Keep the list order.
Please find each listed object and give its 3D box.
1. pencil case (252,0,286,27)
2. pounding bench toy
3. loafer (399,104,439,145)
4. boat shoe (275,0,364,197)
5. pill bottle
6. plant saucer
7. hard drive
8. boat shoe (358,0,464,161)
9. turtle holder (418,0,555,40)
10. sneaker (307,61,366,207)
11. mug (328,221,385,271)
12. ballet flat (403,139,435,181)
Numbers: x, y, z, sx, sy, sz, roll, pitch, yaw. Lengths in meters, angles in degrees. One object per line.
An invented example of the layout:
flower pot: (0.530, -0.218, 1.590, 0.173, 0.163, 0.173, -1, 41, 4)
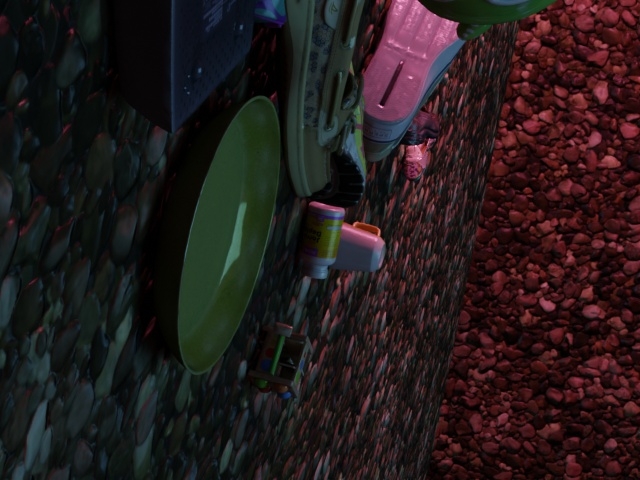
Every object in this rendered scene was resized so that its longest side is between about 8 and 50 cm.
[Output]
pencil case: (-0.040, -0.243, 1.028, 0.070, 0.064, 0.152, 5, 100, -61)
pounding bench toy: (-0.046, 0.130, 1.450, 0.083, 0.052, 0.065, 74, 32, -67)
loafer: (0.142, -0.180, 1.966, 0.170, 0.062, 0.061, -42, 139, -72)
boat shoe: (0.006, -0.158, 1.213, 0.105, 0.089, 0.285, -99, -172, -47)
pill bottle: (0.000, 0.000, 1.539, 0.043, 0.043, 0.083, -34, 135, -73)
plant saucer: (-0.089, -0.008, 1.133, 0.241, 0.037, 0.241, 14, 90, -79)
hard drive: (-0.083, -0.217, 0.884, 0.172, 0.054, 0.255, -59, 159, -56)
boat shoe: (0.110, -0.229, 1.708, 0.302, 0.109, 0.094, -58, 175, -32)
turtle holder: (0.229, -0.390, 1.531, 0.227, 0.320, 0.243, 54, 28, -73)
sneaker: (0.016, -0.118, 1.398, 0.208, 0.081, 0.094, 88, 17, -51)
mug: (0.051, 0.006, 1.735, 0.062, 0.064, 0.078, 72, 33, -67)
ballet flat: (0.151, -0.141, 2.121, 0.114, 0.041, 0.041, -65, 164, -44)
